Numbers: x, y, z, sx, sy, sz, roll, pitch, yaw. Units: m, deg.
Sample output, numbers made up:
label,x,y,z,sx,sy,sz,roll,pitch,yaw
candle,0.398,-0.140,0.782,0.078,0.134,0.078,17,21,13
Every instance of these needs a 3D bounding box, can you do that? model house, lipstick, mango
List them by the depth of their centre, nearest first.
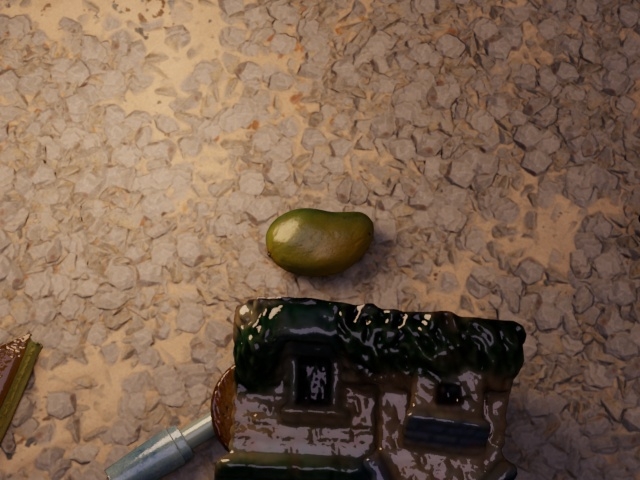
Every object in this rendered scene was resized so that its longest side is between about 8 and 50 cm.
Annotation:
label,x,y,z,sx,sy,sz,roll,pitch,yaw
model house,0.068,0.328,1.772,0.445,0.395,0.400,7,74,-1
lipstick,-0.231,0.339,1.965,0.274,0.061,0.068,-31,60,-13
mango,-0.002,0.003,2.057,0.191,0.085,0.122,1,68,4

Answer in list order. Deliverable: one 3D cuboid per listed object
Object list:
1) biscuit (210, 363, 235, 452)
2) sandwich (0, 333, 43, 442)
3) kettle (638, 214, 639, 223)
label,x,y,z,sx,sy,sz,roll,pitch,yaw
biscuit,-0.096,0.289,1.965,0.188,0.027,0.187,5,74,-20
sandwich,-0.569,0.267,1.991,0.088,0.090,0.244,19,73,6
kettle,0.701,0.066,1.971,0.203,0.262,0.308,-27,71,31
